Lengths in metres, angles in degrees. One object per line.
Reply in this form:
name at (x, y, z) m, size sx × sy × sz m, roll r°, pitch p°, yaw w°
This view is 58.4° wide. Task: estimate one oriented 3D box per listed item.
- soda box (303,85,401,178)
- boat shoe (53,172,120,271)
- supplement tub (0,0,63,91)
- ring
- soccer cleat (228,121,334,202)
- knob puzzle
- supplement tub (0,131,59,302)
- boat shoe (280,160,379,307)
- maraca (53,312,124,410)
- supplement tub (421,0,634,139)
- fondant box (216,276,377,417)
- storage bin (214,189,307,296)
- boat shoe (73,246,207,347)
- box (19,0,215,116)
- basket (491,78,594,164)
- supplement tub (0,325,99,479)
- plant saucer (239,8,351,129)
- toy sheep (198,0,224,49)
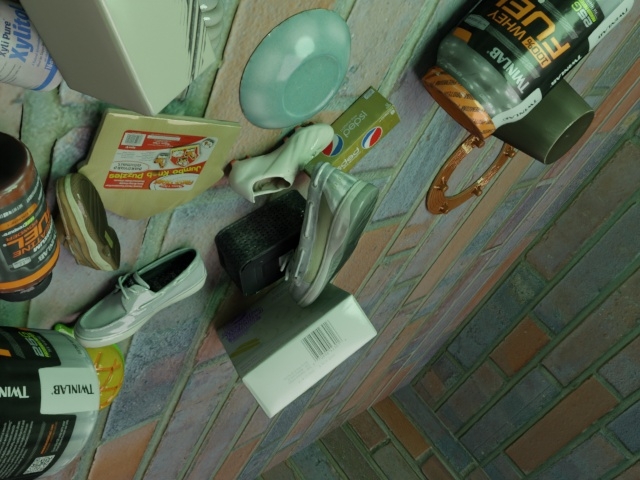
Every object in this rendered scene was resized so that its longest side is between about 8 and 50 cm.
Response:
soda box at (0.047, -0.169, 0.973) m, size 0.181 × 0.058 × 0.061 m, roll -43°, pitch 155°, yaw 5°
boat shoe at (-0.306, -0.013, 0.715) m, size 0.072 × 0.068 × 0.190 m, roll -3°, pitch 146°, yaw -7°
supplement tub at (-0.278, -0.172, 0.487) m, size 0.071 × 0.071 × 0.107 m, roll -52°, pitch 154°, yaw 22°
ring at (0.411, -0.189, 1.497) m, size 0.337 × 0.032 × 0.336 m, roll -33°, pitch 155°, yaw -18°
soccer cleat at (-0.050, -0.119, 0.892) m, size 0.196 × 0.076 × 0.068 m, roll -31°, pitch 153°, yaw -22°
knob puzzle at (-0.217, -0.096, 0.742) m, size 0.213 × 0.030 × 0.213 m, roll -21°, pitch 154°, yaw -11°
supplement tub at (-0.342, -0.015, 0.612) m, size 0.106 × 0.106 × 0.197 m, roll -27°, pitch 152°, yaw -28°
boat shoe at (-0.001, 0.001, 0.956) m, size 0.118 × 0.103 × 0.320 m, roll -48°, pitch 169°, yaw -35°
maraca at (-0.382, 0.203, 0.927) m, size 0.127 × 0.099 × 0.185 m, roll -27°, pitch 126°, yaw -40°
supplement tub at (0.333, -0.334, 0.955) m, size 0.316 × 0.193 × 0.194 m, roll -47°, pitch 155°, yaw 10°
fondant box at (-0.064, 0.181, 1.123) m, size 0.238 × 0.096 × 0.330 m, roll -36°, pitch -166°, yaw -11°
storage bin at (-0.087, 0.006, 1.035) m, size 0.180 × 0.084 × 0.122 m, roll -31°, pitch 153°, yaw -20°
boat shoe at (-0.282, 0.078, 0.895) m, size 0.228 × 0.079 × 0.081 m, roll -32°, pitch 145°, yaw -30°
box at (-0.177, -0.233, 0.412) m, size 0.094 × 0.113 × 0.275 m, roll -54°, pitch 153°, yaw -28°
basket at (0.397, -0.265, 1.119) m, size 0.154 × 0.227 × 0.204 m, roll -8°, pitch 140°, yaw -50°
supplement tub at (-0.454, 0.198, 0.675) m, size 0.207 × 0.207 × 0.338 m, roll -45°, pitch 156°, yaw 8°
plant saucer at (-0.023, -0.226, 0.807) m, size 0.195 × 0.037 × 0.195 m, roll -32°, pitch 154°, yaw -18°
toy sheep at (-0.142, -0.224, 0.582) m, size 0.091 × 0.091 × 0.132 m, roll -19°, pitch 165°, yaw -40°
